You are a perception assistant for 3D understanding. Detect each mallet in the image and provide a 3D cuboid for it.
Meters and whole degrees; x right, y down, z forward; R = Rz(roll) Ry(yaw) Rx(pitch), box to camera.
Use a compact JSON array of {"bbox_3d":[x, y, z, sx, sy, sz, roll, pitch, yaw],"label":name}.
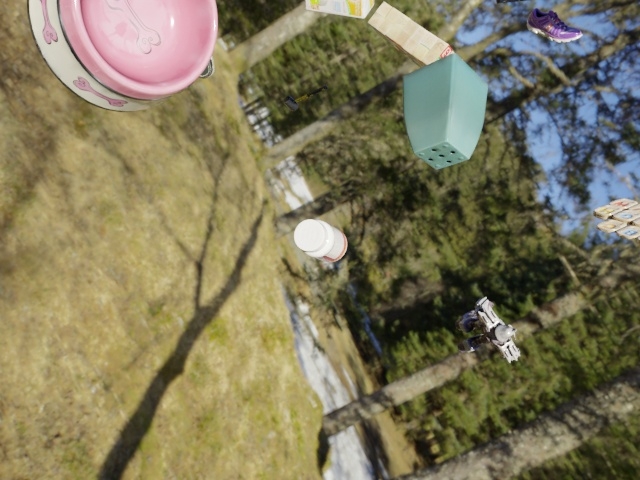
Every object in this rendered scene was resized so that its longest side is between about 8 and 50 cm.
[{"bbox_3d":[-0.051,-0.560,2.432,0.062,0.190,0.039,47,37,-49],"label":"mallet"}]

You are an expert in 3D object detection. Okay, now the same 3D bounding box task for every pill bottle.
[{"bbox_3d":[0.000,0.000,2.002,0.121,0.121,0.221,63,13,17],"label":"pill bottle"}]

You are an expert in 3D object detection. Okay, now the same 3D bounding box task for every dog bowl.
[{"bbox_3d":[-0.403,-0.488,1.351,0.150,0.408,0.408,11,-37,45],"label":"dog bowl"}]

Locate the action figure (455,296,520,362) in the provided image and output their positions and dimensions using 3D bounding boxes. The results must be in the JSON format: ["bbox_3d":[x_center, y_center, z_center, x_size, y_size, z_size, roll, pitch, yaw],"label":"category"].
[{"bbox_3d":[0.468,0.250,1.726,0.285,0.099,0.185,146,-76,-75],"label":"action figure"}]

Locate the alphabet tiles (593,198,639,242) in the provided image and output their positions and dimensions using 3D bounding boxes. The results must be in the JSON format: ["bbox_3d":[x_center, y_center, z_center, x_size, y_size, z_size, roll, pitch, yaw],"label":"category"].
[{"bbox_3d":[0.873,-0.054,1.616,0.284,0.278,0.021,29,-49,52],"label":"alphabet tiles"}]

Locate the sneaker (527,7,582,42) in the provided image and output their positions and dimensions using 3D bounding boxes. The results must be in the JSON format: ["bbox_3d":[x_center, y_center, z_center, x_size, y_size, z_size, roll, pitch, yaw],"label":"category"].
[{"bbox_3d":[0.676,-0.624,1.793,0.170,0.068,0.071,35,-36,30],"label":"sneaker"}]

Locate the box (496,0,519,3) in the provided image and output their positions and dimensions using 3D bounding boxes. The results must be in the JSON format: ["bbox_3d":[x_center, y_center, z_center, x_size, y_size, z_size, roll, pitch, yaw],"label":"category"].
[{"bbox_3d":[0.459,-0.554,1.299,0.225,0.137,0.036,132,-50,-82],"label":"box"}]

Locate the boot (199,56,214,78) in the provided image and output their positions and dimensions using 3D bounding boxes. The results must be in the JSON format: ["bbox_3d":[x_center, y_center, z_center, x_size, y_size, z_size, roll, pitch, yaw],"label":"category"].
[{"bbox_3d":[-0.383,-0.539,1.674,0.236,0.085,0.178,63,16,-17],"label":"boot"}]

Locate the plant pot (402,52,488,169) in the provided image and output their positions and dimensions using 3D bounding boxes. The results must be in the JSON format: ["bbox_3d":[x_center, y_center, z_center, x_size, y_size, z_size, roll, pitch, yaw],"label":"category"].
[{"bbox_3d":[0.317,-0.317,1.598,0.166,0.166,0.234,28,60,-38],"label":"plant pot"}]

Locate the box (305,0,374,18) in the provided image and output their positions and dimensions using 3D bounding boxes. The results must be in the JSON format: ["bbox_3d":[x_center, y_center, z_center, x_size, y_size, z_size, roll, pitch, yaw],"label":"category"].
[{"bbox_3d":[0.061,-0.791,1.963,0.114,0.203,0.103,85,26,-49],"label":"box"}]

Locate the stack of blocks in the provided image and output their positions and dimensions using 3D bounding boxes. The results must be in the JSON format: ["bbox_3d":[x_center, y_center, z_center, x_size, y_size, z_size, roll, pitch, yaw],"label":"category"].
[{"bbox_3d":[0.312,-0.642,2.028,0.297,0.087,0.171,45,14,27],"label":"stack of blocks"}]
